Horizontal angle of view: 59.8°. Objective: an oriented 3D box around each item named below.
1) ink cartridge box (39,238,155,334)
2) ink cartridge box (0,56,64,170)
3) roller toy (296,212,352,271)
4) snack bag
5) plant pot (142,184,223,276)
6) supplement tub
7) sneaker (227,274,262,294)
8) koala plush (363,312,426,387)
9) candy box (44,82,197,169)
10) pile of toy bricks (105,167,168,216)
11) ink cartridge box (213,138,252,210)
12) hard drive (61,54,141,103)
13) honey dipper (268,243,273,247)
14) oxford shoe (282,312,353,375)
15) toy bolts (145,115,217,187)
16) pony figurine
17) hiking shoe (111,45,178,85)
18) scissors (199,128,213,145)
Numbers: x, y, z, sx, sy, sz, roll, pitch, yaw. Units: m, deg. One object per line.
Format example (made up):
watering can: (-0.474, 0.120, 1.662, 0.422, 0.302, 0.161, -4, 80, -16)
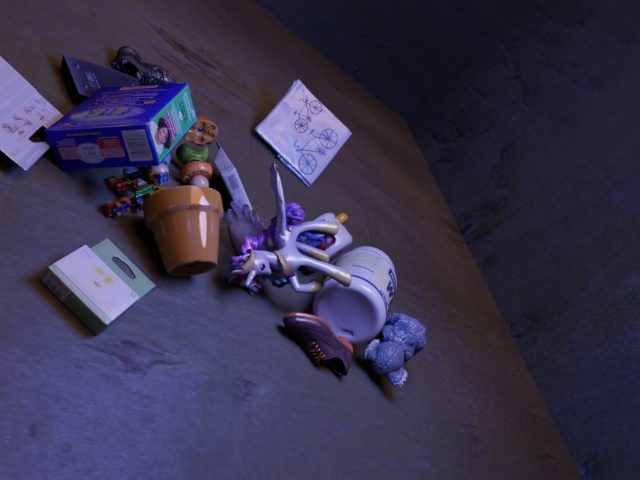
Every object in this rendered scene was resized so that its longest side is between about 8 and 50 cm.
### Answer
ink cartridge box: (-0.479, 0.083, 1.248, 0.171, 0.056, 0.235, 46, 29, -5)
ink cartridge box: (-0.751, -0.297, 1.318, 0.239, 0.060, 0.275, 48, 25, -26)
roller toy: (0.000, 0.000, 1.921, 0.146, 0.209, 0.191, 53, 41, 7)
snack bag: (-0.074, -0.451, 2.340, 0.342, 0.037, 0.323, 42, 72, -17)
plant pot: (-0.345, -0.015, 1.442, 0.205, 0.205, 0.188, 11, 61, -51)
supplement tub: (0.125, 0.170, 1.848, 0.235, 0.235, 0.325, 47, 27, -5)
sneaker: (-0.213, 0.126, 1.607, 0.067, 0.042, 0.118, 54, 25, 16)
koala plush: (0.234, 0.364, 1.845, 0.196, 0.203, 0.221, 50, 38, 1)
candy box: (-0.506, -0.307, 1.465, 0.317, 0.268, 0.122, -78, 164, -55)
pile of toy bricks: (-0.504, -0.147, 1.471, 0.105, 0.118, 0.212, 23, 30, 20)
ink cartridge box: (-0.305, -0.210, 1.813, 0.225, 0.056, 0.181, 51, -15, 44)
hard drive: (-0.645, -0.454, 1.682, 0.254, 0.054, 0.172, 4, 52, -55)
honey dipper: (-0.130, 0.013, 1.898, 0.030, 0.030, 0.160, 53, 23, 7)
oxford shoe: (-0.003, 0.305, 1.644, 0.271, 0.097, 0.098, 36, 36, -25)
toy bolts: (-0.409, -0.246, 1.641, 0.228, 0.218, 0.159, 2, 57, -33)
pony figurine: (-0.110, -0.005, 1.636, 0.363, 0.303, 0.351, 9, 54, -33)
hiking shoe: (-0.591, -0.547, 1.876, 0.226, 0.086, 0.114, 29, 46, -25)
scissors: (-0.477, -0.453, 1.973, 0.297, 0.021, 0.109, 56, 29, 9)
